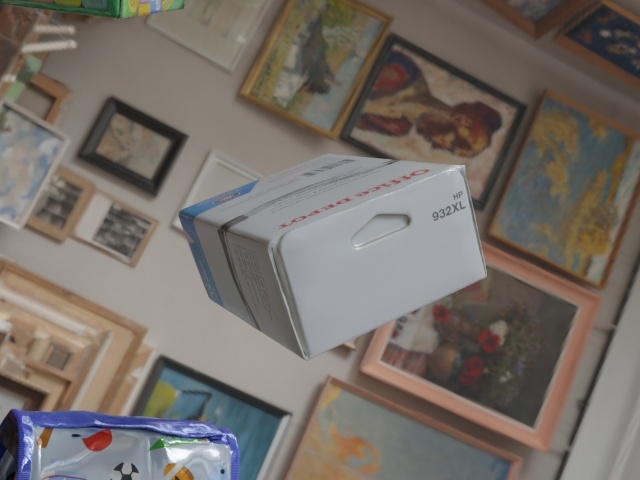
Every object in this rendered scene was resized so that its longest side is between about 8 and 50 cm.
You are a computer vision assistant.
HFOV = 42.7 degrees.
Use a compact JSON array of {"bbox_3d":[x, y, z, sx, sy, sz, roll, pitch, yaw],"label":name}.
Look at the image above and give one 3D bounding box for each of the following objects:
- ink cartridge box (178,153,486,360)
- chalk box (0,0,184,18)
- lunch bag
[{"bbox_3d":[0.000,0.000,0.917,0.223,0.129,0.307,-22,-164,-21],"label":"ink cartridge box"},{"bbox_3d":[-0.231,-0.295,0.814,0.213,0.132,0.132,-52,151,-66],"label":"chalk box"},{"bbox_3d":[-0.296,0.415,1.071,0.239,0.327,0.386,17,-88,54],"label":"lunch bag"}]
